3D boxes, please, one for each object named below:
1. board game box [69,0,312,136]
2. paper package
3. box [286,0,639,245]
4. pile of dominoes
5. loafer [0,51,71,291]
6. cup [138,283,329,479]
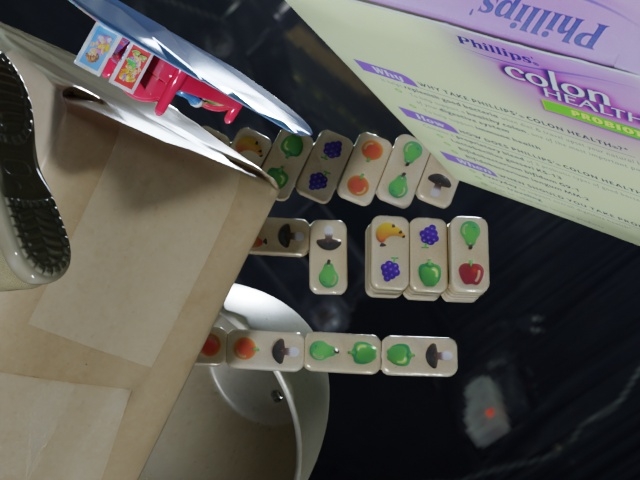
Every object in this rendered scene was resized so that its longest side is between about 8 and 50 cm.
[{"bbox_3d":[-0.085,-0.091,0.676,0.168,0.033,0.133,28,-169,-24],"label":"board game box"},{"bbox_3d":[-0.223,0.031,0.862,0.168,0.325,0.309,21,-172,-37],"label":"paper package"},{"bbox_3d":[0.132,-0.100,0.631,0.213,0.117,0.243,24,172,37],"label":"box"},{"bbox_3d":[0.000,0.000,0.923,0.251,0.040,0.196,3,-108,-6],"label":"pile of dominoes"},{"bbox_3d":[-0.170,-0.039,0.601,0.056,0.050,0.148,19,-134,-60],"label":"loafer"},{"bbox_3d":[-0.120,0.186,1.494,0.331,0.331,0.237,53,-151,5],"label":"cup"}]
